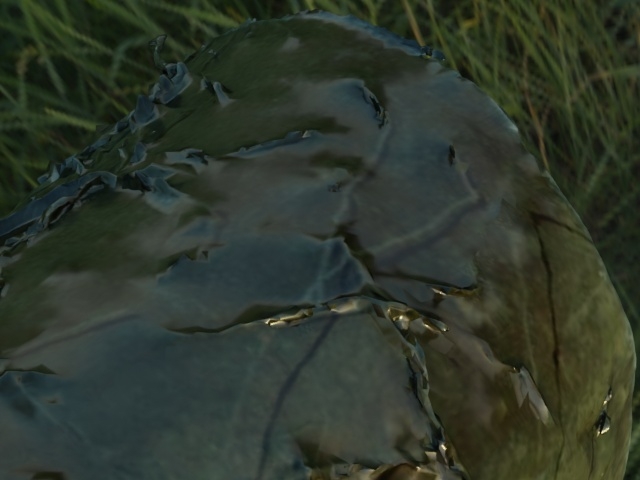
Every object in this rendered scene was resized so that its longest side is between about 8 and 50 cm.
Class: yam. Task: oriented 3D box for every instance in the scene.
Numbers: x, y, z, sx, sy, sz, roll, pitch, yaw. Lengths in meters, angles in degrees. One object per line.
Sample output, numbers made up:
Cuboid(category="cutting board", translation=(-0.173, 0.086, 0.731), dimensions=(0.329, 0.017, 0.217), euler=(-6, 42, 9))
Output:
Cuboid(category="yam", translation=(-0.065, 0.088, 0.507), dimensions=(0.241, 0.241, 0.348), euler=(25, 41, 23))
